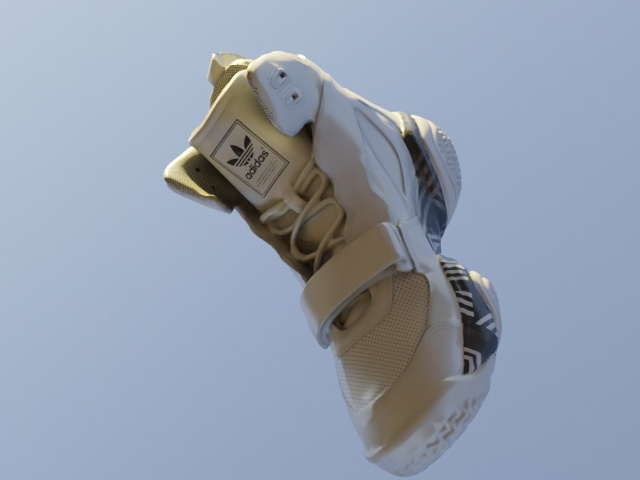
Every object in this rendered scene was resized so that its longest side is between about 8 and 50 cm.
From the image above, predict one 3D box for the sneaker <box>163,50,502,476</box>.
[{"bbox_3d":[0.000,0.000,1.129,0.137,0.210,0.365,-48,-154,29],"label":"sneaker"}]
